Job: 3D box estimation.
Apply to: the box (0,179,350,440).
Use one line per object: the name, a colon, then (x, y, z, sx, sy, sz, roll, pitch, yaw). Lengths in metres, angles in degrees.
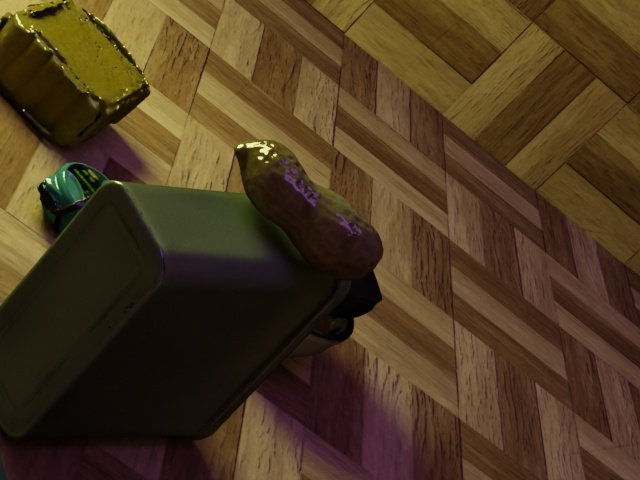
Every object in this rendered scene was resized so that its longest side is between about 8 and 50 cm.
box: (-0.196, 0.094, 1.818, 0.344, 0.352, 0.177, 6, 44, -53)

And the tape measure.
tape measure: (-0.348, -0.052, 2.145, 0.125, 0.081, 0.146, 52, 24, 9)

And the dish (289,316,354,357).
dish: (-0.088, 0.084, 2.292, 0.303, 0.120, 0.303, 37, 22, -18)

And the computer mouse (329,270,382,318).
computer mouse: (0.000, 0.000, 2.307, 0.269, 0.100, 0.170, 54, 25, 22)

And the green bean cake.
green bean cake: (-0.408, -0.271, 2.348, 0.229, 0.131, 0.224, 48, 26, 0)

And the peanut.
peanut: (-0.020, -0.040, 1.779, 0.228, 0.085, 0.104, 43, 18, 3)

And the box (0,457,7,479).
box: (-0.382, 0.261, 1.604, 0.074, 0.054, 0.099, 16, 37, -45)
